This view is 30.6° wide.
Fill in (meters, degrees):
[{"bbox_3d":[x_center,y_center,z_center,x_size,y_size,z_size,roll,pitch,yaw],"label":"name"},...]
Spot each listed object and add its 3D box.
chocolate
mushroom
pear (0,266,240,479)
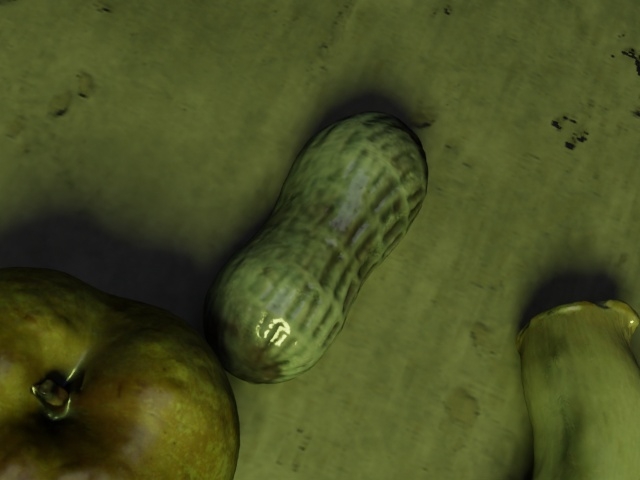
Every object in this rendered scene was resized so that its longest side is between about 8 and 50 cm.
[{"bbox_3d":[0.000,0.000,0.600,0.072,0.072,0.167,34,69,2],"label":"chocolate"},{"bbox_3d":[0.111,0.151,0.559,0.099,0.096,0.278,47,56,-42],"label":"mushroom"},{"bbox_3d":[-0.122,0.089,0.504,0.167,0.136,0.167,6,64,-12],"label":"pear"}]
